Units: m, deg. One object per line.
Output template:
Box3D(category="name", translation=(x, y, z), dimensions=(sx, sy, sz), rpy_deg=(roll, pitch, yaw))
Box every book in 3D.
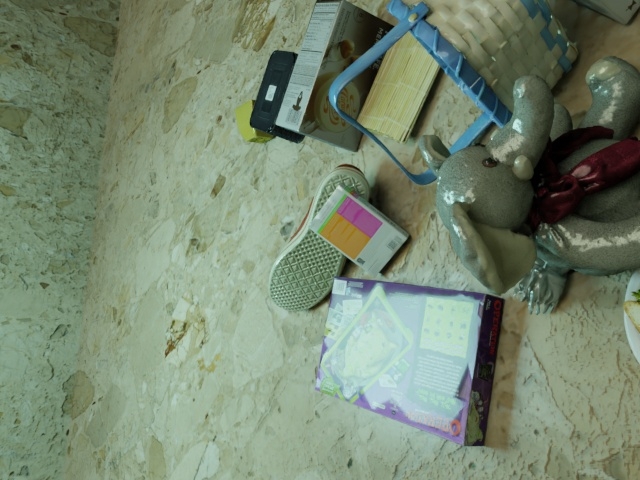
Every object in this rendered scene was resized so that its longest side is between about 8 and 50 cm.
Box3D(category="book", translation=(0.064, -0.017, 1.055), dimensions=(0.096, 0.144, 0.035), rpy_deg=(-53, -3, 28))

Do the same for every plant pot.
Box3D(category="plant pot", translation=(-0.148, -0.277, 1.475), dimensions=(0.081, 0.081, 0.083), rpy_deg=(-10, 81, 52))

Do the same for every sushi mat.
Box3D(category="sushi mat", translation=(0.168, -0.331, 1.095), dimensions=(0.151, 0.019, 0.317), rpy_deg=(37, 106, 53))

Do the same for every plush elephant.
Box3D(category="plush elephant", translation=(0.244, -0.068, 0.692), dimensions=(0.330, 0.255, 0.272), rpy_deg=(-60, 28, 29))

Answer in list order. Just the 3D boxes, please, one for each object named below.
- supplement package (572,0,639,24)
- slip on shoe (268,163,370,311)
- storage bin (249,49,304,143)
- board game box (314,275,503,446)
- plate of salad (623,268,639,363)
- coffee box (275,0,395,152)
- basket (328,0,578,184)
Box3D(category="supplement package", translation=(0.308, -0.439, 0.806), dimensions=(0.175, 0.177, 0.293), rpy_deg=(-57, 42, 21))
Box3D(category="slip on shoe", translation=(0.000, 0.000, 1.168), dimensions=(0.101, 0.123, 0.331), rpy_deg=(-69, 4, -63))
Box3D(category="storage bin", translation=(-0.075, -0.319, 1.381), dimensions=(0.122, 0.084, 0.180), rpy_deg=(30, 103, 53))
Box3D(category="board game box", translation=(0.122, 0.172, 0.980), dimensions=(0.346, 0.056, 0.208), rpy_deg=(3, 77, 54))
Box3D(category="plate of salad", translation=(0.399, 0.071, 0.628), dimensions=(0.199, 0.048, 0.200), rpy_deg=(-24, 60, 49))
Box3D(category="coffee box", translation=(0.031, -0.311, 1.185), dimensions=(0.098, 0.141, 0.247), rpy_deg=(30, 102, 54))
Box3D(category="basket", translation=(0.183, -0.227, 0.862), dimensions=(0.289, 0.254, 0.201), rpy_deg=(-45, 47, 11))
